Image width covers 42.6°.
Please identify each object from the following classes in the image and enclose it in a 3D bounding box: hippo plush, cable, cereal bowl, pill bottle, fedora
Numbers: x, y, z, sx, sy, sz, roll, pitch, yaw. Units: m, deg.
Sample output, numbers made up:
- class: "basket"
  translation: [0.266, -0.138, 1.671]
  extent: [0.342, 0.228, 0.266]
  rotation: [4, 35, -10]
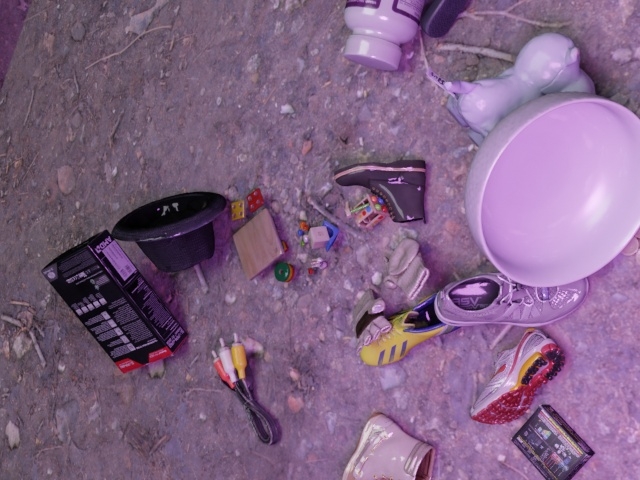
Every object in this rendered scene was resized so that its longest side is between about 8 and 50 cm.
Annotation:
- class: "hippo plush"
  translation: [0.368, -0.284, 1.530]
  extent: [0.236, 0.294, 0.234]
  rotation: [-40, 25, 8]
- class: "cable"
  translation: [-0.197, 0.377, 2.003]
  extent: [0.139, 0.072, 0.287]
  rotation: [-41, 58, 36]
- class: "cereal bowl"
  translation: [0.392, -0.098, 1.410]
  extent: [0.339, 0.338, 0.141]
  rotation: [-62, 27, 15]
- class: "pill bottle"
  translation: [0.146, -0.535, 1.793]
  extent: [0.169, 0.169, 0.302]
  rotation: [17, 94, 42]
- class: "fedora"
  translation: [-0.379, -0.010, 2.145]
  extent: [0.333, 0.334, 0.153]
  rotation: [2, 115, 42]

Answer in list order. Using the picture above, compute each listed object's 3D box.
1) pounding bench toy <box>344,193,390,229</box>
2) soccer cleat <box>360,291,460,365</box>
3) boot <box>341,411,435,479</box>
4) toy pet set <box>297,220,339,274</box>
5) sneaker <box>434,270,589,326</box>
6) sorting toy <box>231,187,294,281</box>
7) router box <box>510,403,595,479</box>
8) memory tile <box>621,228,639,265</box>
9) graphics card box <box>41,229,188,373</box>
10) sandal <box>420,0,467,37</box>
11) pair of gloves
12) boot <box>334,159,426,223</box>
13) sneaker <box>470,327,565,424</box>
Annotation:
- class: "pounding bench toy"
  translation: [0.102, -0.067, 1.807]
  extent: [0.065, 0.083, 0.052]
  rotation: [-41, 58, 30]
- class: "soccer cleat"
  translation: [0.176, 0.176, 1.674]
  extent: [0.289, 0.121, 0.094]
  rotation: [-32, 63, 34]
- class: "boot"
  translation: [0.138, 0.484, 1.685]
  extent: [0.165, 0.077, 0.213]
  rotation: [25, 96, 39]
- class: "toy pet set"
  translation: [0.000, 0.000, 1.918]
  extent: [0.114, 0.065, 0.122]
  rotation: [112, 147, -59]
- class: "sneaker"
  translation: [0.346, 0.104, 1.489]
  extent: [0.281, 0.115, 0.105]
  rotation: [-12, 73, 8]
- class: "sorting toy"
  translation: [-0.146, 0.004, 2.039]
  extent: [0.132, 0.046, 0.275]
  rotation: [-38, 60, 31]
- class: "router box"
  translation: [0.417, 0.371, 1.481]
  extent: [0.122, 0.038, 0.092]
  rotation: [49, 115, 35]
- class: "memory tile"
  translation: [0.596, 0.009, 1.404]
  extent: [0.148, 0.012, 0.113]
  rotation: [45, 112, 38]
- class: "graphics card box"
  translation: [-0.552, 0.170, 2.202]
  extent: [0.232, 0.094, 0.371]
  rotation: [-24, 110, 37]
- class: "sandal"
  translation: [0.290, -0.544, 1.714]
  extent: [0.254, 0.097, 0.054]
  rotation: [-51, 54, 24]
- class: "pair of gloves"
  translation: [0.135, 0.106, 1.706]
  extent: [0.240, 0.042, 0.204]
  rotation: [-55, 16, 19]
- class: "boot"
  translation: [0.129, -0.096, 1.760]
  extent: [0.197, 0.077, 0.137]
  rotation: [-5, 83, 16]
- class: "sneaker"
  translation: [0.360, 0.259, 1.536]
  extent: [0.225, 0.088, 0.093]
  rotation: [-52, 33, 22]
